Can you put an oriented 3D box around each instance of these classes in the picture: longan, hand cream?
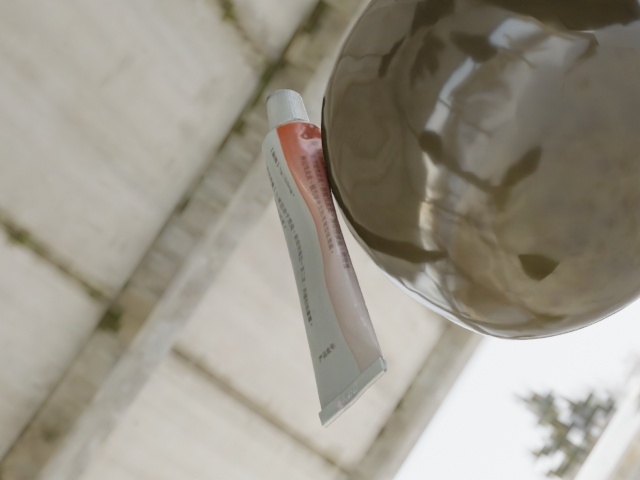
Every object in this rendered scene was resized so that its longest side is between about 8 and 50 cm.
[{"bbox_3d":[0.123,-0.067,1.067,0.248,0.248,0.248,-48,-22,-26],"label":"longan"},{"bbox_3d":[-0.001,-0.001,1.064,0.038,0.216,0.052,-7,-35,-10],"label":"hand cream"}]
